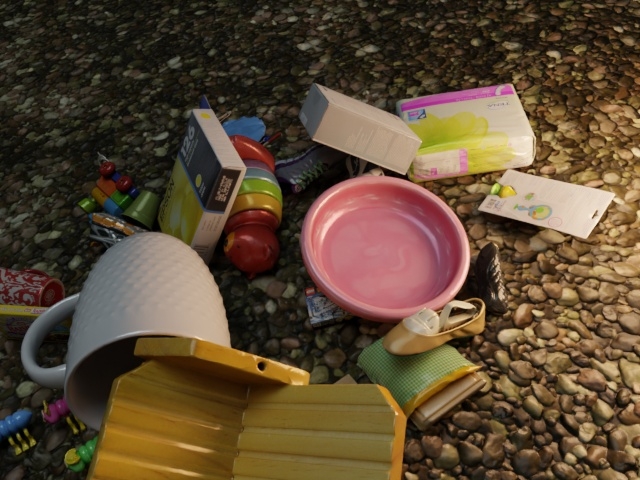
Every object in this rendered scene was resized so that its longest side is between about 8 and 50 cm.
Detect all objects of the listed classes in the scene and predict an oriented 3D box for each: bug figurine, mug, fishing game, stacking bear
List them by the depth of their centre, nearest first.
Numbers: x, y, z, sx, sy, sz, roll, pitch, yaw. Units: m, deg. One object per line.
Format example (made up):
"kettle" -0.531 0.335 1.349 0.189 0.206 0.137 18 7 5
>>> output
"bug figurine" -0.489 0.374 1.184 0.216 0.072 0.279 -32 48 -17
"mug" -0.359 0.159 1.215 0.374 0.276 0.328 -14 40 -3
"mug" -0.654 0.103 1.454 0.170 0.113 0.150 6 51 14
"stacking bear" -0.160 -0.059 1.462 0.164 0.175 0.288 15 48 -35
"fishing game" -0.231 -0.266 1.751 0.189 0.041 0.264 -40 43 -24

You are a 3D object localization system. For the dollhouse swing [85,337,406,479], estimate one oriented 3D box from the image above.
"dollhouse swing" -0.108 0.319 0.895 0.305 0.315 0.346 -21 53 51

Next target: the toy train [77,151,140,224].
"toy train" -0.548 -0.120 1.654 0.143 0.105 0.248 -46 53 -11

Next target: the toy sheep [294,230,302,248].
"toy sheep" 0.000 0.000 1.417 0.132 0.091 0.091 6 48 36

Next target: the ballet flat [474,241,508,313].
"ballet flat" 0.338 0.074 1.302 0.057 0.049 0.173 -41 28 40

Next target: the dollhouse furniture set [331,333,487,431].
"dollhouse furniture set" 0.115 0.229 1.124 0.302 0.151 0.197 -31 48 -16

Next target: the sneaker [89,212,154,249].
"sneaker" -0.440 0.007 1.522 0.215 0.084 0.083 23 95 18

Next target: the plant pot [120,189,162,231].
"plant pot" -0.417 -0.074 1.566 0.083 0.083 0.079 17 73 27

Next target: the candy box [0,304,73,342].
"candy box" -0.583 0.174 1.370 0.206 0.105 0.027 1 48 15

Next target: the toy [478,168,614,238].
"toy" 0.470 -0.068 1.388 0.237 0.056 0.137 23 59 36

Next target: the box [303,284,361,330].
"box" 0.041 0.122 1.328 0.137 0.027 0.093 -13 47 0

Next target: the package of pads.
"package of pads" 0.337 -0.255 1.563 0.297 0.101 0.229 -8 46 6

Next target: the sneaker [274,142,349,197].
"sneaker" -0.025 -0.157 1.556 0.224 0.083 0.098 -20 52 29

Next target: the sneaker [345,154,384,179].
"sneaker" 0.069 -0.107 1.490 0.153 0.094 0.234 -17 55 -15

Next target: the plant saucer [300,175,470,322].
"plant saucer" 0.124 0.022 1.311 0.333 0.084 0.332 4 55 -5

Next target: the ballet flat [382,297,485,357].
"ballet flat" 0.204 0.145 1.174 0.232 0.073 0.080 -9 31 -37

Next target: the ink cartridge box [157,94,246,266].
"ink cartridge box" -0.283 -0.123 1.462 0.072 0.303 0.307 2 38 -34

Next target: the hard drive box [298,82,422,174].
"hard drive box" 0.085 -0.252 1.480 0.232 0.089 0.181 19 21 -20
